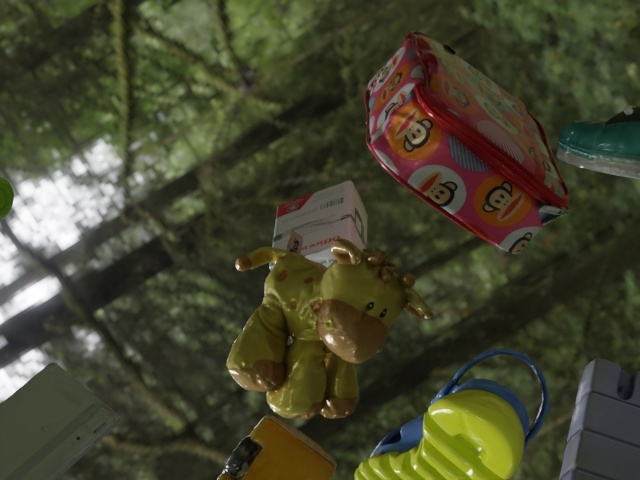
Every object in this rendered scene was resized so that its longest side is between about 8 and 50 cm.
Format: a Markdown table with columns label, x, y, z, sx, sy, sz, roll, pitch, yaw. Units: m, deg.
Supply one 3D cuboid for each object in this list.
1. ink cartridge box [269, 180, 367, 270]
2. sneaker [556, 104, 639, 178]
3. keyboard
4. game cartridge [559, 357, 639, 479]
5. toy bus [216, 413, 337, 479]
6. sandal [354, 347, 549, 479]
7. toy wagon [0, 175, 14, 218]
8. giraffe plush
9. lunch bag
| label | x | y | z | sx | sy | sz | roll | pitch | yaw |
| --- | --- | --- | --- | --- | --- | --- | --- | --- | --- |
| ink cartridge box | 0.000 | 0.000 | 1.793 | 0.150 | 0.109 | 0.063 | -86 | -27 | -56 |
| sneaker | 0.384 | -0.116 | 1.362 | 0.108 | 0.302 | 0.121 | -15 | -72 | -70 |
| keyboard | -0.250 | 0.179 | 0.969 | 0.072 | 0.256 | 0.014 | 33 | 139 | 18 |
| game cartridge | 0.372 | 0.260 | 1.185 | 0.355 | 0.230 | 0.068 | 19 | 155 | 0 |
| toy bus | -0.113 | 0.358 | 1.609 | 0.108 | 0.332 | 0.130 | 35 | -176 | 4 |
| sandal | 0.142 | 0.207 | 1.421 | 0.126 | 0.138 | 0.317 | 42 | 145 | 1 |
| toy wagon | -0.567 | -0.080 | 1.748 | 0.344 | 0.267 | 0.068 | 6 | -87 | -55 |
| giraffe plush | 0.021 | 0.076 | 1.455 | 0.181 | 0.170 | 0.210 | 7 | -105 | -40 |
| lunch bag | 0.178 | -0.105 | 1.610 | 0.258 | 0.120 | 0.293 | 36 | -160 | -15 |
